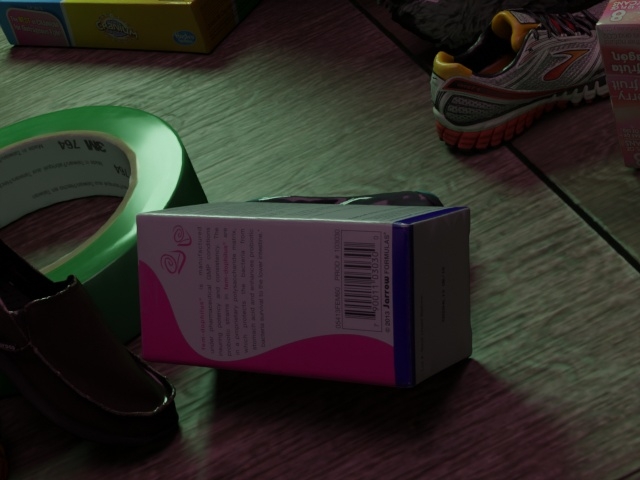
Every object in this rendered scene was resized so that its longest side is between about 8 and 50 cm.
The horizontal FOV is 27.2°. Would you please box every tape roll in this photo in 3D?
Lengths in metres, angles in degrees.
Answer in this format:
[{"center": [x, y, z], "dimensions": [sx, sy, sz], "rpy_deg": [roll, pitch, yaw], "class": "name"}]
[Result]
[{"center": [-0.259, 0.002, 1.175], "dimensions": [0.321, 0.077, 0.321], "rpy_deg": [-13, 37, 10], "class": "tape roll"}]

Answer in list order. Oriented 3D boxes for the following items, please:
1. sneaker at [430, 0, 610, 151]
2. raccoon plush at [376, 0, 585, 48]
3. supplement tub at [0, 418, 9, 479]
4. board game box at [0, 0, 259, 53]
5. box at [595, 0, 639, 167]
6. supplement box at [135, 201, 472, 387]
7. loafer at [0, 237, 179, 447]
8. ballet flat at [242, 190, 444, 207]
[{"center": [0.197, -0.162, 1.146], "dimensions": [0.225, 0.092, 0.088], "rpy_deg": [-29, 36, -12], "class": "sneaker"}, {"center": [0.224, -0.326, 1.320], "dimensions": [0.447, 0.216, 0.299], "rpy_deg": [8, 30, 6], "class": "raccoon plush"}, {"center": [-0.305, 0.114, 0.951], "dimensions": [0.117, 0.190, 0.117], "rpy_deg": [-13, 36, 10], "class": "supplement tub"}, {"center": [-0.200, -0.318, 1.576], "dimensions": [0.317, 0.064, 0.242], "rpy_deg": [7, 44, 33], "class": "board game box"}, {"center": [0.379, -0.144, 0.987], "dimensions": [0.300, 0.142, 0.154], "rpy_deg": [4, 42, 31], "class": "box"}, {"center": [-0.012, 0.032, 0.947], "dimensions": [0.220, 0.111, 0.114], "rpy_deg": [3, 8, 28], "class": "supplement box"}, {"center": [-0.194, 0.069, 0.968], "dimensions": [0.220, 0.078, 0.080], "rpy_deg": [33, 30, 4], "class": "loafer"}, {"center": [0.000, 0.000, 1.054], "dimensions": [0.203, 0.074, 0.074], "rpy_deg": [-5, 38, 18], "class": "ballet flat"}]
